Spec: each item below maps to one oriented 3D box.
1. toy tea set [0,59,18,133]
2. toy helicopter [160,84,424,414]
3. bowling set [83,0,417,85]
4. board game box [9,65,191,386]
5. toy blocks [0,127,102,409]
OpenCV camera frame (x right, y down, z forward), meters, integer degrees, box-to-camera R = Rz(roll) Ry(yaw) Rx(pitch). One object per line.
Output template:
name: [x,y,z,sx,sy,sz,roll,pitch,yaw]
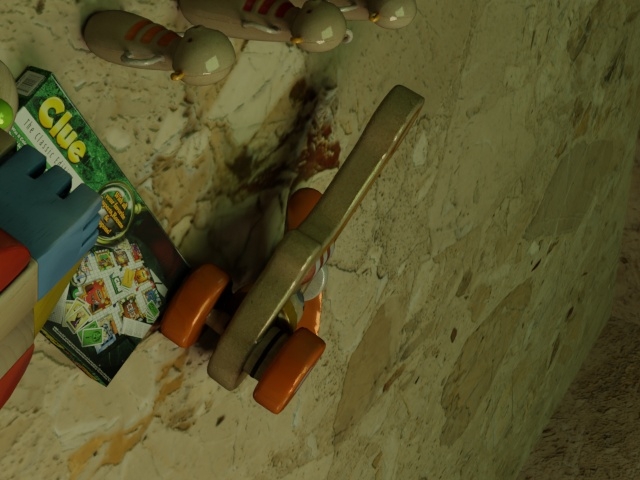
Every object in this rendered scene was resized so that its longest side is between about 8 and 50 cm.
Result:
toy tea set: [-0.287,-0.033,0.417,0.336,0.124,0.200,-42,141,-39]
toy helicopter: [0.000,0.000,0.896,0.355,0.140,0.235,-56,172,-1]
bowling set: [-0.044,-0.239,0.667,0.287,0.154,0.200,-37,138,-44]
board game box: [-0.197,0.002,0.690,0.136,0.030,0.260,-54,147,-21]
toy blocks: [-0.216,0.047,0.410,0.261,0.190,0.381,-54,176,-33]
